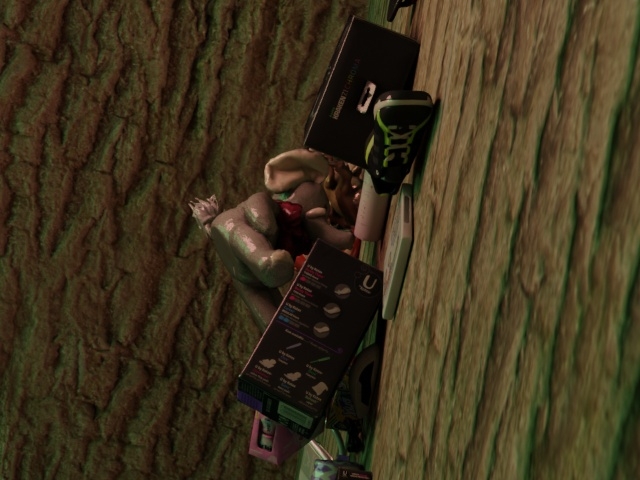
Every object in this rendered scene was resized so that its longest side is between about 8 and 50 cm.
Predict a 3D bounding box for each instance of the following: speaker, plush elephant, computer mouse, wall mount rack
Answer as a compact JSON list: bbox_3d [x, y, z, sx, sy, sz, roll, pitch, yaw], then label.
[{"bbox_3d":[0.098,-0.067,1.861,0.055,0.055,0.136,-85,4,-62],"label":"speaker"},{"bbox_3d":[-0.063,-0.014,1.923,0.330,0.255,0.271,49,157,35],"label":"plush elephant"},{"bbox_3d":[0.063,0.255,1.676,0.106,0.042,0.193,-84,3,-70],"label":"computer mouse"},{"bbox_3d":[-0.021,0.521,1.927,0.304,0.131,0.350,44,137,42],"label":"wall mount rack"}]

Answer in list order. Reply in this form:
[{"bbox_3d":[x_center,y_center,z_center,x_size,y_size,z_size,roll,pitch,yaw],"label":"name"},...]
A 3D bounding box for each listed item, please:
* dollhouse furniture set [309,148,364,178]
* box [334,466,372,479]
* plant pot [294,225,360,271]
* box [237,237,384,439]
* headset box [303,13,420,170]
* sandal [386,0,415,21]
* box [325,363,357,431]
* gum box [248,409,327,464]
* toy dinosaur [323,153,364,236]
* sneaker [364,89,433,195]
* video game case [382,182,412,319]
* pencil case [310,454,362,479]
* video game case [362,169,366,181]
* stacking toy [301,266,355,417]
[{"bbox_3d":[0.040,-0.212,2.308,0.183,0.129,0.128,-102,21,-87],"label":"dollhouse furniture set"},{"bbox_3d":[0.044,0.387,1.493,0.062,0.052,0.083,103,176,-52],"label":"box"},{"bbox_3d":[0.000,0.000,2.462,0.174,0.191,0.191,-171,90,-86],"label":"plant pot"},{"bbox_3d":[-0.011,0.163,1.660,0.270,0.143,0.165,-61,-6,-22],"label":"box"},{"bbox_3d":[0.070,-0.280,1.866,0.283,0.131,0.246,-91,22,-78],"label":"headset box"},{"bbox_3d":[0.173,-0.486,1.923,0.067,0.040,0.179,-92,24,-48],"label":"sandal"},{"bbox_3d":[0.047,0.284,1.825,0.169,0.054,0.059,100,177,-56],"label":"box"},{"bbox_3d":[-0.053,0.312,1.792,0.188,0.062,0.107,-21,-57,-62],"label":"gum box"},{"bbox_3d":[0.067,-0.073,2.032,0.295,0.127,0.200,-134,40,-67],"label":"toy dinosaur"},{"bbox_3d":[0.116,-0.132,1.459,0.234,0.084,0.097,100,167,-69],"label":"sneaker"},{"bbox_3d":[0.116,0.016,1.525,0.143,0.019,0.157,-84,3,-53],"label":"video game case"},{"bbox_3d":[0.017,0.453,1.630,0.088,0.086,0.206,26,-107,-67],"label":"pencil case"},{"bbox_3d":[0.121,-0.243,2.388,0.206,0.026,0.226,-110,28,-86],"label":"video game case"},{"bbox_3d":[-0.047,0.220,2.045,0.279,0.130,0.309,-38,35,39],"label":"stacking toy"}]
